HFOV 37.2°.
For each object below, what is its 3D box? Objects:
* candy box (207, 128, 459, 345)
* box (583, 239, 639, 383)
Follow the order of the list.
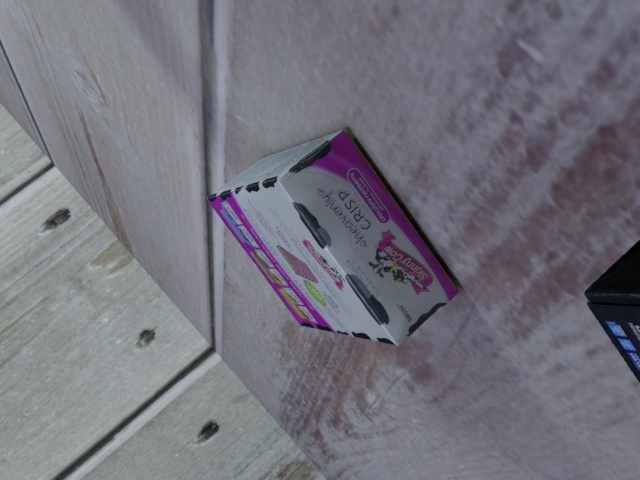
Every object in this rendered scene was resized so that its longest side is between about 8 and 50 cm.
[{"bbox_3d":[0.000,0.000,0.811,0.159,0.071,0.233,54,164,-12],"label":"candy box"},{"bbox_3d":[0.216,0.069,0.375,0.180,0.077,0.147,54,163,-12],"label":"box"}]
